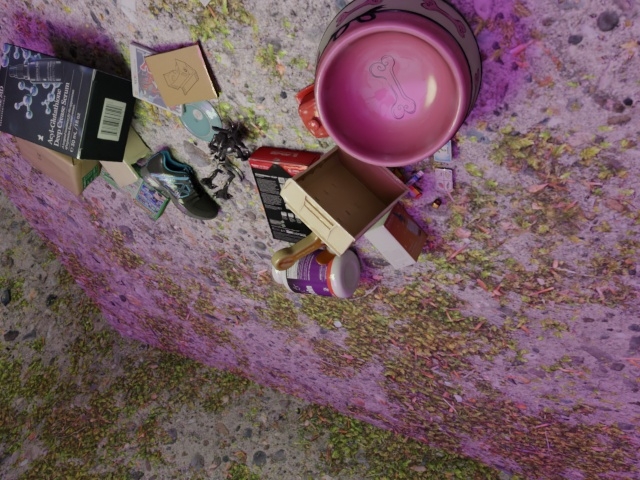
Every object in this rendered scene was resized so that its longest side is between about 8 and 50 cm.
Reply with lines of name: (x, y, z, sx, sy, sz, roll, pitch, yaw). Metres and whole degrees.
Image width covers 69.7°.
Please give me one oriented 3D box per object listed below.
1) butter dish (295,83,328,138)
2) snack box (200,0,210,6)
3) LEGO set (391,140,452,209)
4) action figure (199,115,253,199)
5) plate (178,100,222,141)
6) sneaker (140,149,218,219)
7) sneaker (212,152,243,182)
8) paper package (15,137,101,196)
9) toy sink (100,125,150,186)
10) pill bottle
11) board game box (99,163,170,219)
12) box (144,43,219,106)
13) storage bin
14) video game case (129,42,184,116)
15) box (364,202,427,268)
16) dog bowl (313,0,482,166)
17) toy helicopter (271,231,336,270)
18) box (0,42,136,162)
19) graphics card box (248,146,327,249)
butter dish: (0.003, -0.349, 1.288, 0.160, 0.118, 0.160, -13, 124, 41)
snack box: (-0.348, -0.713, 1.209, 0.178, 0.022, 0.064, 48, 141, -19)
LEGO set: (0.284, -0.189, 1.321, 0.182, 0.060, 0.244, 13, 139, 29)
action figure: (-0.313, -0.286, 1.565, 0.164, 0.141, 0.276, 32, 116, 11)
plate: (-0.424, -0.417, 1.584, 0.188, 0.024, 0.188, 20, 141, 17)
sneaker: (-0.531, -0.208, 1.805, 0.341, 0.125, 0.139, 37, 117, -24)
sneaker: (-0.343, -0.255, 1.676, 0.135, 0.058, 0.052, 44, 141, -16)
paper package: (-1.091, -0.383, 1.922, 0.309, 0.168, 0.325, 39, 151, -8)
toy sink: (-0.782, -0.352, 1.815, 0.152, 0.131, 0.234, -10, 121, 41)
pill bottle: (-0.022, 0.118, 1.762, 0.323, 0.181, 0.181, 1, 133, 34)
board game box: (-0.812, -0.246, 2.019, 0.317, 0.046, 0.213, 40, 142, -11)
box: (-0.434, -0.515, 1.445, 0.201, 0.021, 0.164, -2, 127, 21)
storage bin: (0.066, -0.137, 1.321, 0.260, 0.262, 0.123, 44, 149, 8)
video game case: (-0.538, -0.528, 1.518, 0.201, 0.023, 0.183, 24, 132, 10)
box: (0.243, -0.017, 1.474, 0.170, 0.130, 0.091, 46, 141, -17)
dog bowl: (0.166, -0.353, 1.079, 0.408, 0.150, 0.408, 9, 131, 10)
toy helicopter: (0.000, 0.000, 1.532, 0.140, 0.355, 0.235, 56, 172, 31)
box: (-0.878, -0.468, 1.587, 0.395, 0.212, 0.293, 19, 102, 16)
graphics card box: (-0.091, -0.142, 1.599, 0.232, 0.094, 0.371, 11, 136, 24)
